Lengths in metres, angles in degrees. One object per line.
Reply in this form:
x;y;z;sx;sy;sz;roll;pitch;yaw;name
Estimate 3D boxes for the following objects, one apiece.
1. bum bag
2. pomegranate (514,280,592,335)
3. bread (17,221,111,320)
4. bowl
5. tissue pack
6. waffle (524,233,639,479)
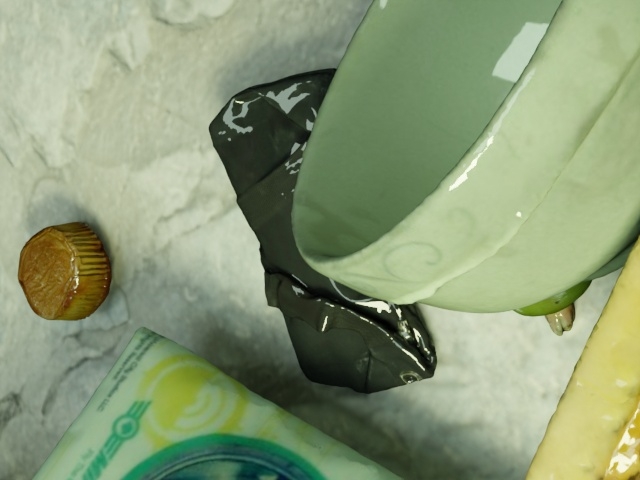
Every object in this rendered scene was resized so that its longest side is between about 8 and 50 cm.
0.000;0.000;0.865;0.123;0.060;0.248;-17;92;29;bum bag
0.156;0.021;0.788;0.084;0.073;0.073;29;119;-24;pomegranate
-0.213;0.026;0.988;0.085;0.053;0.085;1;92;37;bread
0.123;-0.086;0.676;0.163;0.307;0.307;31;117;-16;bowl
-0.047;0.279;0.826;0.388;0.162;0.287;27;71;21;tissue pack
0.262;-0.001;0.607;0.114;0.261;0.376;34;115;30;waffle
